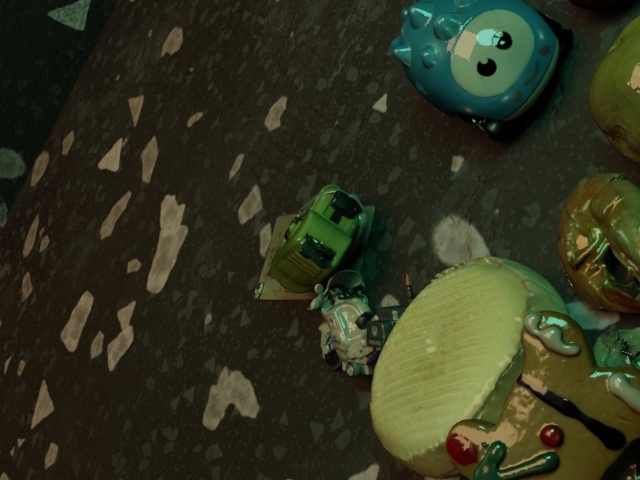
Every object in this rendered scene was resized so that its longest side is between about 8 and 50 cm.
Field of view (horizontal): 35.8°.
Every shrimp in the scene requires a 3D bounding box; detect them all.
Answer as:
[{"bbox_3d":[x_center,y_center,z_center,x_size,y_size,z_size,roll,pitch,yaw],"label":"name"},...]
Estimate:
[{"bbox_3d":[0.351,0.025,1.128,0.145,0.061,0.267,-61,38,21],"label":"shrimp"}]

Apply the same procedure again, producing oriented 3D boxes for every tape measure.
[{"bbox_3d":[0.000,0.000,1.517,0.175,0.106,0.200,-57,3,-27],"label":"tape measure"}]

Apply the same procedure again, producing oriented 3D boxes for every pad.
[{"bbox_3d":[-0.016,0.023,1.639,0.265,0.009,0.159,-4,66,50],"label":"pad"}]

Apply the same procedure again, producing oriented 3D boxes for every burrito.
[{"bbox_3d":[0.325,0.236,1.031,0.096,0.066,0.309,-28,49,47],"label":"burrito"}]

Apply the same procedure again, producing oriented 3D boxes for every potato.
[{"bbox_3d":[0.400,-0.187,1.133,0.194,0.157,0.157,-49,37,0],"label":"potato"}]

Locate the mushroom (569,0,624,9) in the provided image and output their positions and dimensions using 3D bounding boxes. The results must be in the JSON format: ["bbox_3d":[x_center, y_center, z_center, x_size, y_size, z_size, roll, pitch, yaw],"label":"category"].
[{"bbox_3d":[0.372,-0.358,1.301,0.127,0.087,0.127,-33,42,36],"label":"mushroom"}]

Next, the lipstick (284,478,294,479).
[{"bbox_3d":[-0.023,0.393,1.403,0.038,0.038,0.131,-59,36,9],"label":"lipstick"}]

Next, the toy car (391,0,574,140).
[{"bbox_3d":[0.205,-0.270,1.377,0.188,0.190,0.255,-57,38,10],"label":"toy car"}]

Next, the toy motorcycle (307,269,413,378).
[{"bbox_3d":[0.062,0.119,1.415,0.221,0.102,0.150,1,91,55],"label":"toy motorcycle"}]

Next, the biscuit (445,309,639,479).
[{"bbox_3d":[0.219,0.235,1.001,0.197,0.049,0.301,35,102,25],"label":"biscuit"}]

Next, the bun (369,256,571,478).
[{"bbox_3d":[0.187,0.159,1.185,0.287,0.146,0.287,-40,30,29],"label":"bun"}]

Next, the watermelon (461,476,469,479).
[{"bbox_3d":[0.165,0.368,1.178,0.202,0.136,0.207,-35,-3,-20],"label":"watermelon"}]
